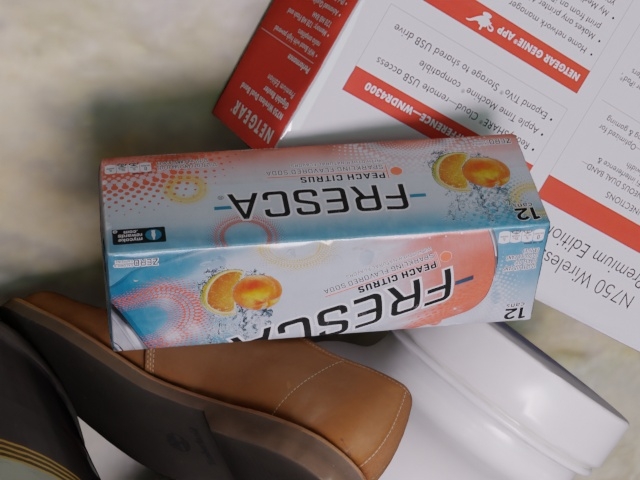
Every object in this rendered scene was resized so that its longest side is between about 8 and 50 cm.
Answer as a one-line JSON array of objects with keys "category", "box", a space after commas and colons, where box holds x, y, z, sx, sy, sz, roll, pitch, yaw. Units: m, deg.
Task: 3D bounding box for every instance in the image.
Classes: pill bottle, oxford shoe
[{"category": "pill bottle", "box": [0.002, 0.178, 0.734, 0.181, 0.181, 0.323, 34, 94, -31]}, {"category": "oxford shoe", "box": [-0.053, 0.060, 0.669, 0.076, 0.212, 0.076, -51, 145, -30]}]

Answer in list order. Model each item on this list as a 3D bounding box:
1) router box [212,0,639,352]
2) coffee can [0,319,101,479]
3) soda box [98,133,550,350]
[{"category": "router box", "box": [0.163, -0.112, 0.740, 0.335, 0.082, 0.301, 26, 99, -30]}, {"category": "coffee can", "box": [-0.153, 0.166, 0.544, 0.201, 0.275, 0.202, -10, 118, -19]}, {"category": "soda box", "box": [0.000, 0.000, 0.635, 0.183, 0.063, 0.058, -4, 133, -8]}]
